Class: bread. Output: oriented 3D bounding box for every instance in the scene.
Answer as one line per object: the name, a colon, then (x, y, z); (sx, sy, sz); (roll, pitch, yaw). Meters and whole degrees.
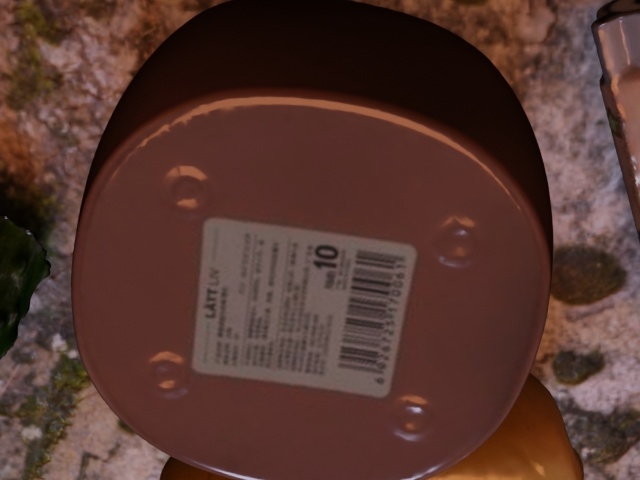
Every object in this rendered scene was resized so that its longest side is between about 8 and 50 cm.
bread: (0.031, 0.162, 0.572); (0.305, 0.142, 0.091); (-14, 108, 4)

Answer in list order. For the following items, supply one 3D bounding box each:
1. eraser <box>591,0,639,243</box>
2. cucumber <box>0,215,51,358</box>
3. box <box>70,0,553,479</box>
eraser: (0.291, -0.037, 0.514); (0.171, 0.087, 0.290); (-19, 110, 8)
cucumber: (-0.280, 0.086, 0.493); (0.134, 0.244, 0.134); (9, 145, 7)
box: (0.000, 0.000, 0.475); (0.301, 0.216, 0.301); (0, 112, 0)
